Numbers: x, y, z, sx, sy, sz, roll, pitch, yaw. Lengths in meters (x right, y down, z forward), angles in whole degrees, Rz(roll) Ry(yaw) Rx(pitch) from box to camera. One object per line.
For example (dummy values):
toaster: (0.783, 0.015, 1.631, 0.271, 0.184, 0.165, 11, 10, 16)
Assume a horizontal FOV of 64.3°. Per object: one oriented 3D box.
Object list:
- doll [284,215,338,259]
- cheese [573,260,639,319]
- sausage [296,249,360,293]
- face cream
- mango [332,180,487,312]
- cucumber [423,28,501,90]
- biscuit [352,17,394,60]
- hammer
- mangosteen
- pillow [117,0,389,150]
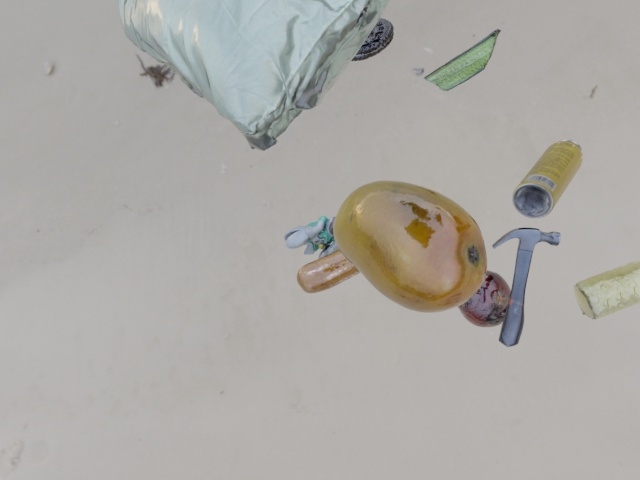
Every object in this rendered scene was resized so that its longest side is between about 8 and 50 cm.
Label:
doll: (-0.018, -0.011, 1.735, 0.195, 0.258, 0.153, 26, 52, 5)
cheese: (0.694, 0.114, 1.195, 0.167, 0.123, 0.093, -25, 79, 10)
sausage: (0.056, 0.079, 1.560, 0.271, 0.109, 0.108, -26, 72, -8)
face cream: (0.630, -0.184, 1.380, 0.105, 0.104, 0.349, 31, 47, 21)
mango: (0.147, 0.002, 0.917, 0.317, 0.173, 0.211, 28, 122, 39)
cucumber: (0.386, -0.461, 1.338, 0.220, 0.046, 0.070, -28, 96, 33)
biscuit: (0.072, -0.316, 0.799, 0.087, 0.027, 0.089, 0, 53, 24)
hammer: (0.453, 0.111, 1.181, 0.137, 0.037, 0.289, 10, 103, 13)
mangosteen: (0.460, 0.162, 1.460, 0.166, 0.180, 0.166, -2, 98, -12)
pillow: (-0.048, -0.257, 0.491, 0.283, 0.138, 0.310, -48, 53, 0)
